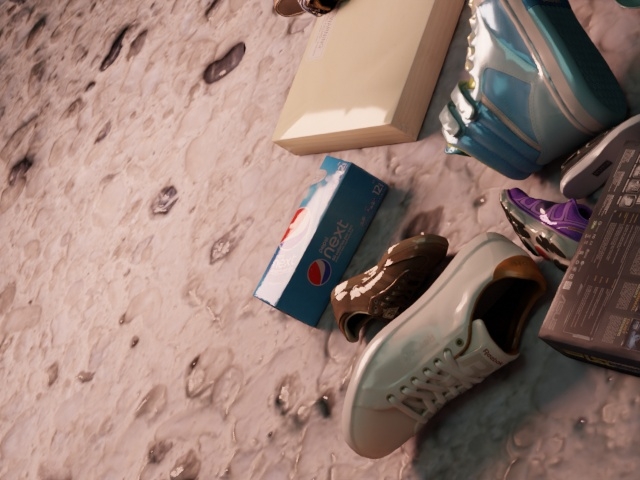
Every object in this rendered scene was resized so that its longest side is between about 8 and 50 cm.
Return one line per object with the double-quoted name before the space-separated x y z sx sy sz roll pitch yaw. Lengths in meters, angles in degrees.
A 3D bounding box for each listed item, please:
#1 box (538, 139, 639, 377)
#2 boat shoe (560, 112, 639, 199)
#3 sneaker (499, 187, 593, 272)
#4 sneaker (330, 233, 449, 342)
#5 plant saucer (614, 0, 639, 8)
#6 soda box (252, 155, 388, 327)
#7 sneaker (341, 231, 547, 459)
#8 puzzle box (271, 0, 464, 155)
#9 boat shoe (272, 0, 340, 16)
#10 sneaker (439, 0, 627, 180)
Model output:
"box" 0.334 0.018 1.400 0.183 0.059 0.233 9 72 56
"boat shoe" 0.309 -0.099 1.540 0.142 0.049 0.040 -40 36 31
"sneaker" 0.254 -0.018 1.553 0.071 0.068 0.170 -36 32 -8
"sneaker" 0.089 0.059 1.715 0.188 0.066 0.071 -36 56 40
"plant saucer" 0.383 -0.310 1.633 0.119 0.021 0.119 -33 41 35
"soda box" 0.000 0.000 1.859 0.067 0.071 0.210 21 82 57
"sneaker" 0.132 0.127 1.544 0.290 0.106 0.123 -55 30 5
"puzzle box" 0.094 -0.316 2.005 0.272 0.052 0.409 -2 63 54
"boat shoe" -0.005 -0.361 2.064 0.183 0.066 0.066 -26 46 42
"sneaker" 0.190 -0.212 1.644 0.208 0.127 0.319 -40 63 34
